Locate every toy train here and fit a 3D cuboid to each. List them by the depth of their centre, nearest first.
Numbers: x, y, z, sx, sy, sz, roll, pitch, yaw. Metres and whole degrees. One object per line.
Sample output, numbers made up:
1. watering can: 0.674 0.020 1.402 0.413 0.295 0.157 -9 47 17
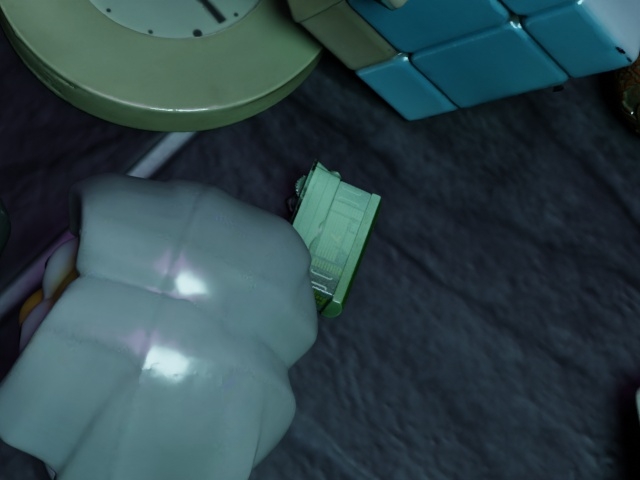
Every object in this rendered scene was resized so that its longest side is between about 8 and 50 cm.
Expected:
1. toy train: 0.000 0.000 0.739 0.056 0.038 0.093 23 66 -4

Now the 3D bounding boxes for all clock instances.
1. clock: -0.099 -0.180 0.799 0.235 0.029 0.234 4 67 -10

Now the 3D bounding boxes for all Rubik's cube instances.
1. Rubik's cube: 0.081 -0.206 0.702 0.213 0.265 0.224 39 57 -32

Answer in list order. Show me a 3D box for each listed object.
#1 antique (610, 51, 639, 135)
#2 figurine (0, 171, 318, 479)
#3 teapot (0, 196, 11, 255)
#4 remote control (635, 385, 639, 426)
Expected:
1. antique: 0.237 -0.108 0.792 0.104 0.104 0.104 4 68 -9
2. figurine: -0.077 0.055 0.595 0.133 0.236 0.176 15 68 -4
3. teapot: -0.273 0.054 0.613 0.203 0.171 0.225 2 72 24
4. remote control: 0.228 0.173 0.656 0.090 0.049 0.230 31 38 -31
